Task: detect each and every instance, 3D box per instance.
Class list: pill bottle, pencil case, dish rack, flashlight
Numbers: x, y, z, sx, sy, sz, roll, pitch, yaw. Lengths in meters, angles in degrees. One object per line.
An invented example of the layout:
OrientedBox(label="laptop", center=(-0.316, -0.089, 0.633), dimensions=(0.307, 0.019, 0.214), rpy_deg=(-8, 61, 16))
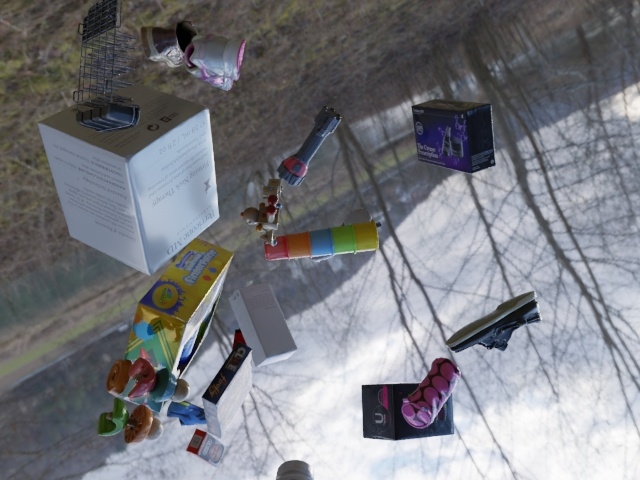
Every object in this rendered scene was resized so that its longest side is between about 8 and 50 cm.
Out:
OrientedBox(label="pill bottle", center=(-0.074, 0.741, 1.665), dimensions=(0.152, 0.152, 0.272), rpy_deg=(-27, -157, 14))
OrientedBox(label="pencil case", center=(0.299, 0.403, 1.649), dimensions=(0.095, 0.098, 0.209), rpy_deg=(-39, -179, 45))
OrientedBox(label="dish rack", center=(-0.462, -0.377, 1.318), dimensions=(0.074, 0.272, 0.208), rpy_deg=(2, -178, -43))
OrientedBox(label="flashlight", center=(-0.039, -0.335, 2.162), dimensions=(0.103, 0.103, 0.304), rpy_deg=(-3, 135, -54))

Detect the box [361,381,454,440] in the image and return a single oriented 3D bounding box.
OrientedBox(label="box", center=(0.271, 0.521, 1.882), dimensions=(0.270, 0.165, 0.143), rpy_deg=(8, 164, -38))

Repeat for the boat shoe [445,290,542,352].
OrientedBox(label="boat shoe", center=(0.518, 0.265, 1.782), dimensions=(0.340, 0.113, 0.127), rpy_deg=(-24, 177, -29))

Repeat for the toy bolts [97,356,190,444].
OrientedBox(label="toy bolts", center=(-0.453, 0.399, 1.605), dimensions=(0.228, 0.158, 0.218), rpy_deg=(-45, -144, 26))

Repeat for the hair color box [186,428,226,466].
OrientedBox(label="hair color box", center=(-0.342, 0.625, 1.837), dimensions=(0.043, 0.141, 0.072), rpy_deg=(10, -119, 25))

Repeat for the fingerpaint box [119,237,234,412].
OrientedBox(label="fingerpaint box", center=(-0.457, 0.258, 1.969), dimensions=(0.445, 0.163, 0.371), rpy_deg=(-68, 180, -64))

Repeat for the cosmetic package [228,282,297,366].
OrientedBox(label="cosmetic package", center=(-0.173, 0.248, 1.818), dimensions=(0.117, 0.231, 0.085), rpy_deg=(-7, 154, -38))

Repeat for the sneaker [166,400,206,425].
OrientedBox(label="sneaker", center=(-0.452, 0.628, 2.171), dimensions=(0.069, 0.209, 0.082), rpy_deg=(0, -118, 55))

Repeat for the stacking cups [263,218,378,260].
OrientedBox(label="stacking cups", center=(0.000, 0.000, 1.710), dimensions=(0.316, 0.096, 0.096), rpy_deg=(-5, -179, -5))

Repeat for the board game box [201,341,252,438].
OrientedBox(label="board game box", center=(-0.230, 0.381, 1.538), dimensions=(0.165, 0.042, 0.243), rpy_deg=(-58, 166, -33))

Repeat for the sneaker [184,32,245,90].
OrientedBox(label="sneaker", center=(-0.230, -0.385, 1.287), dimensions=(0.111, 0.103, 0.252), rpy_deg=(10, -178, -16))

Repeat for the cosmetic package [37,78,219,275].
OrientedBox(label="cosmetic package", center=(-0.526, -0.189, 1.749), dimensions=(0.327, 0.394, 0.329), rpy_deg=(22, -135, 21))

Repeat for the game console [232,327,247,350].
OrientedBox(label="game console", center=(-0.206, 0.329, 2.020), dimensions=(0.143, 0.124, 0.085), rpy_deg=(2, 165, 18))

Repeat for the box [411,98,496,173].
OrientedBox(label="box", center=(0.392, -0.316, 1.818), dimensions=(0.103, 0.185, 0.261), rpy_deg=(-17, -159, -22))

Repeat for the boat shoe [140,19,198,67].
OrientedBox(label="boat shoe", center=(-0.415, -0.588, 1.806), dimensions=(0.123, 0.123, 0.342), rpy_deg=(-10, -168, 8))

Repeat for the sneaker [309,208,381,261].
OrientedBox(label="sneaker", center=(0.090, 0.001, 2.108), dimensions=(0.268, 0.101, 0.153), rpy_deg=(-34, 151, 20))

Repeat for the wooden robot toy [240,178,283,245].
OrientedBox(label="wooden robot toy", center=(-0.122, -0.062, 1.233), dimensions=(0.078, 0.173, 0.076), rpy_deg=(3, 146, 2))
